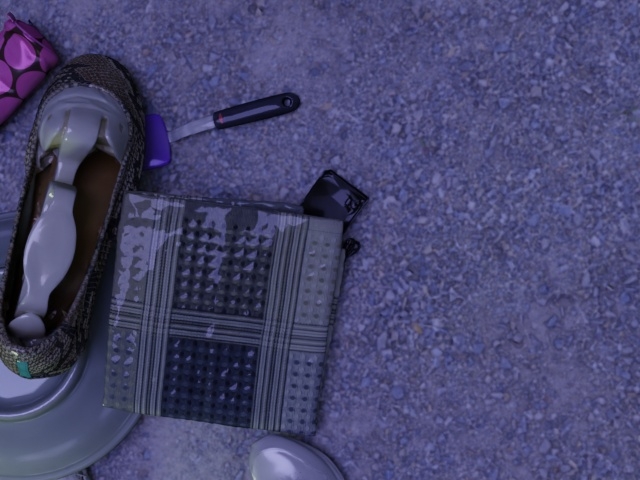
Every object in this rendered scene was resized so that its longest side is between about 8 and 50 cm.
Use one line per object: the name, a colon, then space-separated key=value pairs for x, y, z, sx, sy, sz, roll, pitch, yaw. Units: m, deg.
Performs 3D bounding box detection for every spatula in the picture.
spatula: x=-0.172 y=-0.164 z=1.608 sx=0.297 sy=0.030 sz=0.084 roll=-14 pitch=85 yaw=11

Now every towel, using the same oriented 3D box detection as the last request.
towel: x=-0.133 y=0.097 z=1.541 sx=0.312 sy=0.056 sz=0.324 roll=8 pitch=101 yaw=-3

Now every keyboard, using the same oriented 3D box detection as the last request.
keyboard: x=0.000 y=0.000 z=1.580 sx=0.108 sy=0.023 sz=0.180 roll=38 pitch=99 yaw=15

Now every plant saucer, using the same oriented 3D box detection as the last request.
plant saucer: x=-0.430 y=0.148 z=1.593 sx=0.401 sy=0.100 sz=0.400 roll=0 pitch=83 yaw=1

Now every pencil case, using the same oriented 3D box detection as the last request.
pencil case: x=-0.483 y=-0.231 z=1.644 sx=0.098 sy=0.095 sz=0.209 roll=39 pitch=98 yaw=-27

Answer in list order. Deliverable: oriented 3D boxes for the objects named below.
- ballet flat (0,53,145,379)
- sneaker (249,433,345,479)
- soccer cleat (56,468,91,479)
ballet flat: x=-0.334 y=-0.056 z=1.493 sx=0.164 sy=0.182 sz=0.482 roll=12 pitch=74 yaw=-5
sneaker: x=-0.005 y=0.402 z=1.521 sx=0.114 sy=0.152 sz=0.305 roll=-33 pitch=83 yaw=13
soccer cleat: x=-0.371 y=0.343 z=1.643 sx=0.076 sy=0.068 sz=0.196 roll=-44 pitch=79 yaw=6
